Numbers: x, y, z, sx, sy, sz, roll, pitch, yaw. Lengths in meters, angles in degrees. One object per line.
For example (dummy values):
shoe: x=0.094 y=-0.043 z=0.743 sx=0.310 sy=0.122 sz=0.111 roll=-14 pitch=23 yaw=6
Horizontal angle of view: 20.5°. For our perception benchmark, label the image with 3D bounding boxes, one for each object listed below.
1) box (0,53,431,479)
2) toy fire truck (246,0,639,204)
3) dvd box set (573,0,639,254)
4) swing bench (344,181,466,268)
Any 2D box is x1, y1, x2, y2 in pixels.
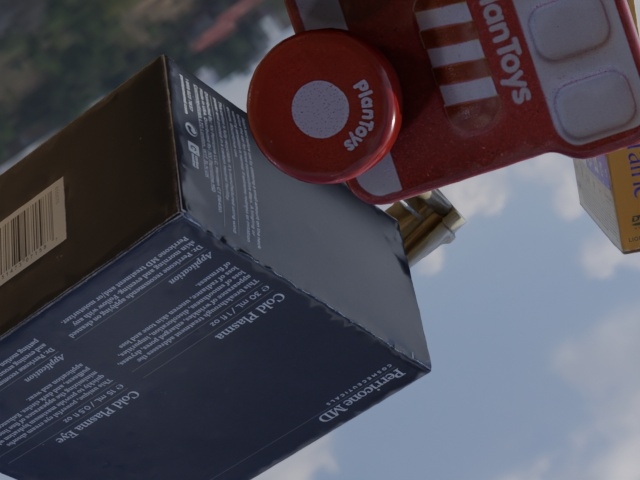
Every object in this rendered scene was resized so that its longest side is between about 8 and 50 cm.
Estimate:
box: x=-0.142 y=0.064 z=1.508 sx=0.343 sy=0.312 sz=0.179 roll=-33 pitch=-135 yaw=24
toy fire truck: x=0.069 y=-0.179 z=1.177 sx=0.254 sy=0.302 sz=0.169 roll=-17 pitch=-177 yaw=15
dvd box set: x=0.317 y=-0.219 z=2.043 sx=0.062 sy=0.420 sz=0.307 roll=-11 pitch=-169 yaw=1
swing bench: x=0.000 y=0.000 z=1.892 sx=0.253 sy=0.255 sz=0.165 roll=-45 pitch=-137 yaw=6
